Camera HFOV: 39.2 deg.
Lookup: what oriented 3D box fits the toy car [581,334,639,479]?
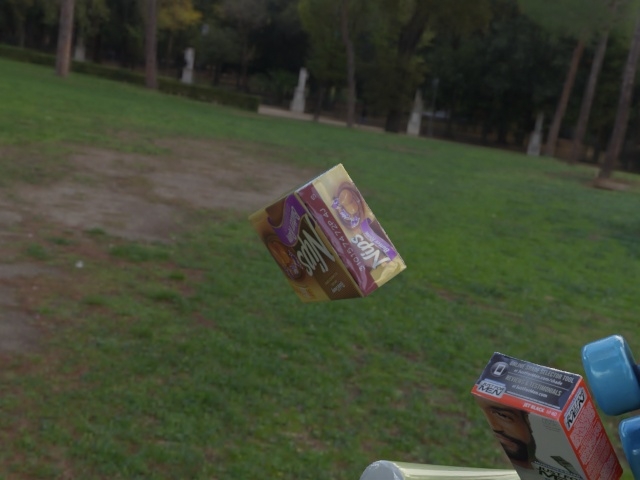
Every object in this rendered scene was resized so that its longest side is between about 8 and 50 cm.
[{"bbox_3d":[0.370,0.182,0.774,0.219,0.210,0.238,-21,27,20],"label":"toy car"}]

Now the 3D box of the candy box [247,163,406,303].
[{"bbox_3d":[0.000,0.000,0.838,0.053,0.109,0.187,-34,6,-16],"label":"candy box"}]

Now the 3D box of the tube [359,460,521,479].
[{"bbox_3d":[0.134,0.262,0.909,0.070,0.062,0.240,-22,-29,39],"label":"tube"}]

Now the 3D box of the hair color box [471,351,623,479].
[{"bbox_3d":[0.218,0.184,0.854,0.093,0.167,0.053,12,55,43],"label":"hair color box"}]
